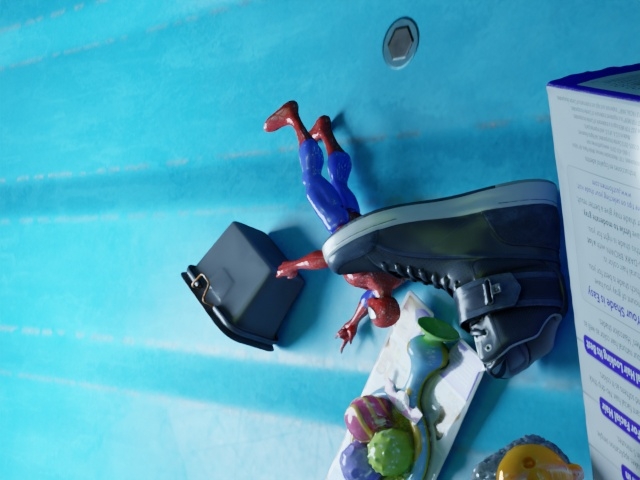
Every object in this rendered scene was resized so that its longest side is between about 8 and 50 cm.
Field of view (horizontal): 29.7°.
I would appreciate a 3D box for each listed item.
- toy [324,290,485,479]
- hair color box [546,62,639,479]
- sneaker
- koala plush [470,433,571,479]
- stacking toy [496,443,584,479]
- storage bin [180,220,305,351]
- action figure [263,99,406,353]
[{"bbox_3d":[0.062,0.180,1.168,0.137,0.056,0.237,45,116,48],"label":"toy"},{"bbox_3d":[0.248,0.060,0.787,0.185,0.110,0.338,-139,39,-72],"label":"hair color box"},{"bbox_3d":[0.109,0.047,1.075,0.226,0.086,0.163,-13,74,25],"label":"sneaker"},{"bbox_3d":[0.110,0.294,0.901,0.203,0.221,0.196,-117,16,-45],"label":"koala plush"},{"bbox_3d":[0.180,0.261,0.757,0.175,0.165,0.301,-23,54,3],"label":"stacking toy"},{"bbox_3d":[-0.086,0.043,1.357,0.091,0.098,0.135,-55,44,13],"label":"storage bin"},{"bbox_3d":[0.000,0.000,1.256,0.139,0.091,0.280,-48,48,25],"label":"action figure"}]
